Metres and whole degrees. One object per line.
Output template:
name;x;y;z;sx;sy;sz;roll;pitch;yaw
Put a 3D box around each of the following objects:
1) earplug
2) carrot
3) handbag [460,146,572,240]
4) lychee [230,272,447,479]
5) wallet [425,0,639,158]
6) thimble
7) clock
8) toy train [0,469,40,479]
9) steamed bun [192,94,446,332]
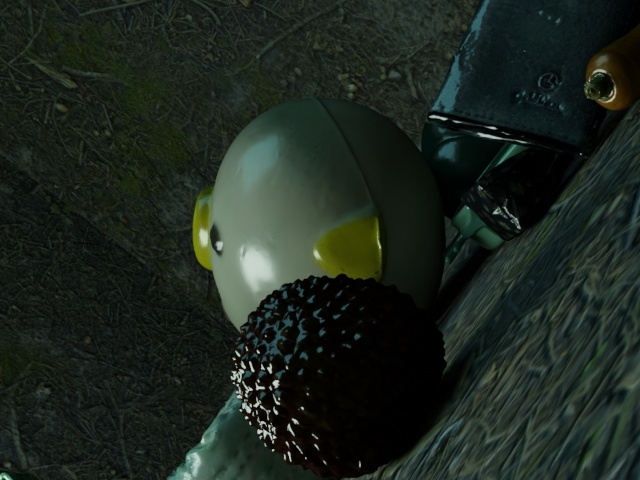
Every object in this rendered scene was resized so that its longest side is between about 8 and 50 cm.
earplug;0.255;-0.137;1.562;0.257;0.164;0.280;-5;47;37
carrot;0.331;-0.196;1.150;0.256;0.061;0.061;-39;-10;-39
handbag;0.228;-0.067;1.245;0.139;0.072;0.115;-40;-4;-5
lychee;0.014;0.110;1.012;0.188;0.188;0.188;-53;-1;-2
wallet;0.262;-0.274;1.239;0.046;0.190;0.379;40;-110;-53
thimble;-0.072;0.255;1.340;0.185;0.149;0.211;-54;0;-33
clock;0.215;-0.055;1.377;0.211;0.066;0.159;-53;-2;7
toy train;-0.276;0.401;1.346;0.138;0.330;0.178;-54;-21;9
steamed bun;0.007;-0.002;1.504;0.334;0.334;0.374;-52;-27;-33
